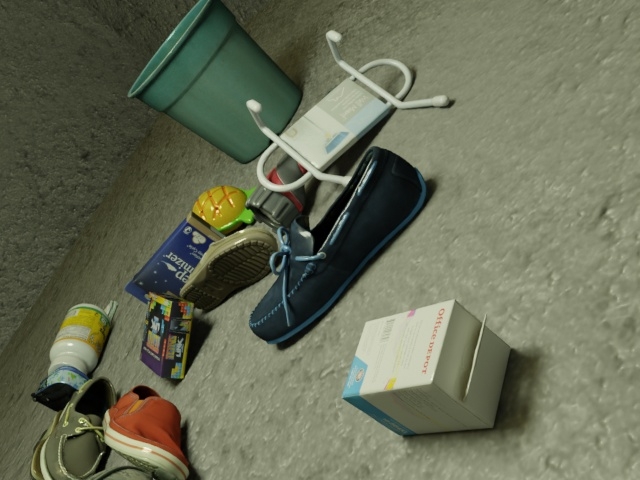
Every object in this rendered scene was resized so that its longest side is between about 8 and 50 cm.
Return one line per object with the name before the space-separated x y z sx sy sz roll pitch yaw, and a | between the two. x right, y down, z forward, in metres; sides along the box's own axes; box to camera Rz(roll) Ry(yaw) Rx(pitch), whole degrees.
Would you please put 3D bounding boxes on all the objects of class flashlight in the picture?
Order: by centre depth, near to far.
flashlight | -0.017 -0.155 1.339 0.304 0.103 0.103 -53 18 -15

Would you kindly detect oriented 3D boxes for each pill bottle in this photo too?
pill bottle | -0.609 0.266 1.778 0.117 0.117 0.208 -41 25 24

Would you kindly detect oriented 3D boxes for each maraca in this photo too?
maraca | -0.200 -0.069 1.548 0.185 0.099 0.127 -9 50 23

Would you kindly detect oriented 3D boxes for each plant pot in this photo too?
plant pot | -0.252 -0.393 1.803 0.341 0.334 0.341 -40 25 24

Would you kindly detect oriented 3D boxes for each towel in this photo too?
towel | -0.624 0.243 1.960 0.152 0.023 0.113 -40 25 26

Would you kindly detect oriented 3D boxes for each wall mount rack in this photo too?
wall mount rack | 0.044 -0.209 1.219 0.350 0.130 0.304 -43 58 -9

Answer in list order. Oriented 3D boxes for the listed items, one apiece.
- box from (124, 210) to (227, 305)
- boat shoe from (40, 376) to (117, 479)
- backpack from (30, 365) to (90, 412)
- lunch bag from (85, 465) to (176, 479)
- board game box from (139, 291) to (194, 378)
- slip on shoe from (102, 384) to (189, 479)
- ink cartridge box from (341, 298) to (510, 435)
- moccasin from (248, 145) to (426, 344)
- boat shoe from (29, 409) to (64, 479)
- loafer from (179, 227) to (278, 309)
box | -0.281 0.064 1.442 0.225 0.136 0.036 -46 24 14
boat shoe | -0.455 0.367 1.358 0.091 0.109 0.305 -53 19 10
backpack | -0.592 0.344 1.651 0.114 0.105 0.084 -32 31 29
lunch bag | -0.305 0.436 0.854 0.305 0.212 0.256 -46 7 6
board game box | -0.296 0.176 1.349 0.170 0.048 0.141 4 84 63
slip on shoe | -0.270 0.298 1.118 0.101 0.123 0.331 -53 18 -14
ink cartridge box | 0.109 0.127 0.688 0.143 0.090 0.092 -21 38 48
moccasin | 0.000 0.000 1.040 0.342 0.117 0.138 -49 23 7
boat shoe | -0.564 0.448 1.491 0.073 0.080 0.223 -52 17 13
loafer | -0.174 0.039 1.327 0.268 0.102 0.092 -33 35 39
